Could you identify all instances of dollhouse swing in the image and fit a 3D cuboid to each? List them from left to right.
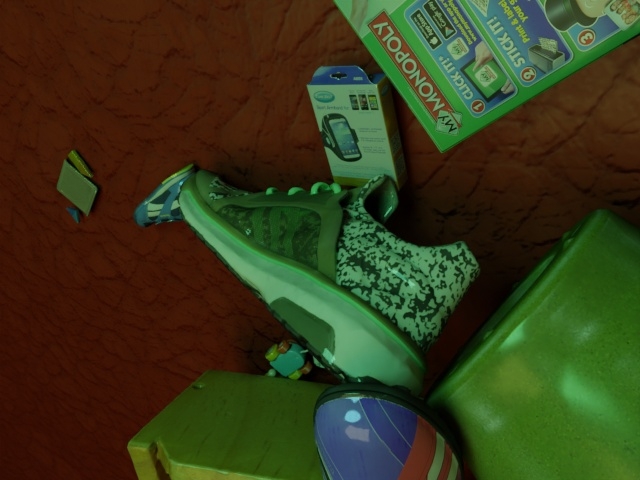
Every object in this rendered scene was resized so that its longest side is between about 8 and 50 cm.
[{"bbox_3d":[-0.025,0.361,0.721,0.347,0.315,0.304,5,100,12],"label":"dollhouse swing"}]

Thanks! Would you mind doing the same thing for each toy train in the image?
[{"bbox_3d":[-0.025,0.210,0.818,0.125,0.046,0.166,11,122,8],"label":"toy train"}]

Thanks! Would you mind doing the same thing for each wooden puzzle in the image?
[{"bbox_3d":[-0.373,-0.082,0.840,0.078,0.014,0.116,49,131,-1],"label":"wooden puzzle"}]

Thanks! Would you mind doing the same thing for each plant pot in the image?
[{"bbox_3d":[0.288,0.169,0.438,0.353,0.366,0.366,41,132,14],"label":"plant pot"}]

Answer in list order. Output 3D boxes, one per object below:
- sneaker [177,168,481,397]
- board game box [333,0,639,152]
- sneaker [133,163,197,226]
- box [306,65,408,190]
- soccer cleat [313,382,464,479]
[{"bbox_3d":[0.000,0.000,0.576,0.410,0.182,0.158,37,168,43],"label":"sneaker"},{"bbox_3d":[0.097,-0.254,0.436,0.214,0.046,0.317,-29,104,40],"label":"board game box"},{"bbox_3d":[-0.204,-0.046,0.741,0.144,0.053,0.059,-30,105,41],"label":"sneaker"},{"bbox_3d":[0.038,-0.116,0.554,0.081,0.028,0.136,10,133,33],"label":"box"},{"bbox_3d":[0.057,0.240,0.428,0.109,0.116,0.318,0,127,18],"label":"soccer cleat"}]
